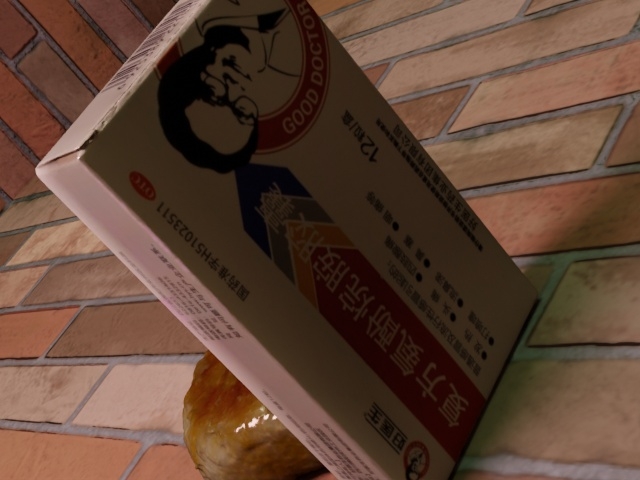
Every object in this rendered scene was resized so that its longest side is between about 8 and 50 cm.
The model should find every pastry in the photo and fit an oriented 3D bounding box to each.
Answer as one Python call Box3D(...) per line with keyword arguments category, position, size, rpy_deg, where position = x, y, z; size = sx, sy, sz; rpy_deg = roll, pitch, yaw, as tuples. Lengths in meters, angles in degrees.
Box3D(category="pastry", position=(-0.031, 0.118, 0.949), size=(0.192, 0.093, 0.182), rpy_deg=(-23, 32, 33))

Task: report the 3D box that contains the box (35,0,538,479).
Box3D(category="box", position=(0.000, 0.000, 0.784), size=(0.069, 0.353, 0.214), rpy_deg=(-13, 37, 49))
